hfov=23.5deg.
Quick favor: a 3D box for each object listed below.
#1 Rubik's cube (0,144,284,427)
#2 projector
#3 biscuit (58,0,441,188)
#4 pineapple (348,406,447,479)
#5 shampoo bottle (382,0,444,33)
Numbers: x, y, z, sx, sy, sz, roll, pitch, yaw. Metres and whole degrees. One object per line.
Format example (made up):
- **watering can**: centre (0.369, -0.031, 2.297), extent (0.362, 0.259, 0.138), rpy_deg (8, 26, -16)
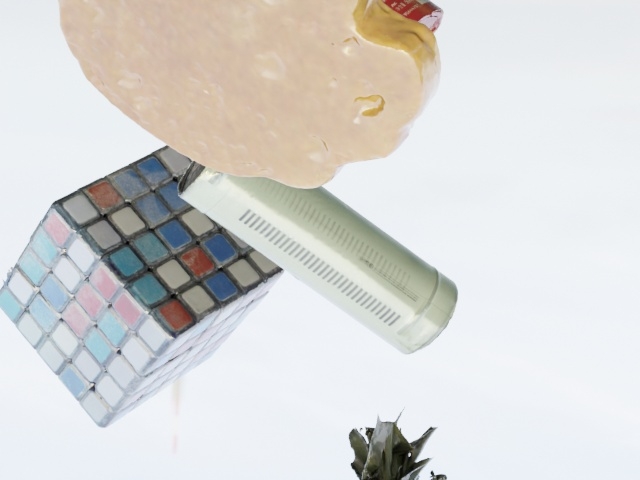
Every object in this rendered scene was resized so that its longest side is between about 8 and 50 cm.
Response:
- **Rubik's cube**: centre (-0.288, 0.069, 2.431), extent (0.287, 0.292, 0.293), rpy_deg (49, -138, 8)
- **projector**: centre (0.000, 0.000, 1.748), extent (0.337, 0.108, 0.108), rpy_deg (36, -176, -17)
- **biscuit**: centre (-0.059, -0.176, 1.244), extent (0.351, 0.312, 0.057), rpy_deg (-21, -150, 46)
- **pineapple**: centre (0.091, 0.347, 1.857), extent (0.166, 0.165, 0.364), rpy_deg (1, -141, -12)
- **shampoo bottle**: centre (0.058, -0.435, 2.586), extent (0.314, 0.076, 0.118), rpy_deg (38, -130, 18)
